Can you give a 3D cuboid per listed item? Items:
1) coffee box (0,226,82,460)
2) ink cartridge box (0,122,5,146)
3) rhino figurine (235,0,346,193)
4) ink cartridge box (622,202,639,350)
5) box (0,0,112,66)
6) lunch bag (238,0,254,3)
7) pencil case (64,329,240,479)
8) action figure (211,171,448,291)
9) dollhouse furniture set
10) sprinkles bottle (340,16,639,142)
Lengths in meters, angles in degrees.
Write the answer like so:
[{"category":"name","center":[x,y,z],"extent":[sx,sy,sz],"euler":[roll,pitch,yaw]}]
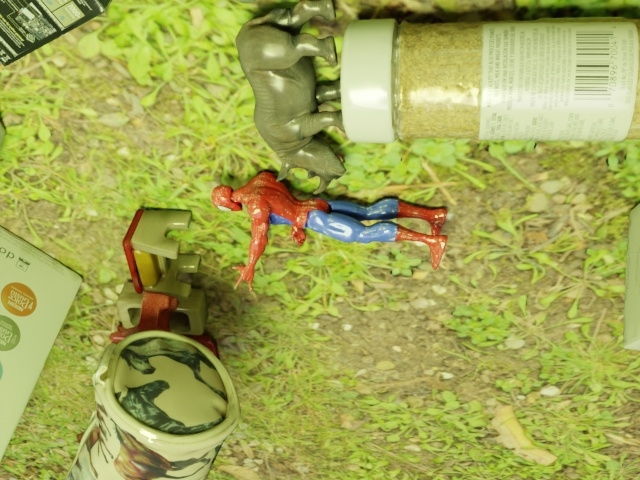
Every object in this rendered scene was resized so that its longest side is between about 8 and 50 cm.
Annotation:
[{"category":"coffee box","center":[-0.590,0.158,1.128],"extent":[0.337,0.334,0.338],"euler":[35,131,-22]},{"category":"ink cartridge box","center":[-0.490,-0.150,0.882],"extent":[0.211,0.122,0.289],"euler":[10,159,1]},{"category":"rhino figurine","center":[-0.023,-0.143,0.899],"extent":[0.106,0.073,0.243],"euler":[-3,136,9]},{"category":"ink cartridge box","center":[0.427,0.024,0.844],"extent":[0.171,0.168,0.233],"euler":[7,166,4]},{"category":"box","center":[-0.306,-0.282,0.809],"extent":[0.147,0.077,0.180],"euler":[-19,129,28]},{"category":"lunch bag","center":[-0.049,-0.349,0.554],"extent":[0.305,0.213,0.256],"euler":[-28,138,29]},{"category":"pencil case","center":[-0.234,0.278,1.027],"extent":[0.183,0.160,0.410],"euler":[12,132,-19]},{"category":"action figure","center":[0.000,0.000,1.022],"extent":[0.280,0.091,0.139],"euler":[14,127,-3]},{"category":"dollhouse furniture set","center":[-0.249,0.154,1.151],"extent":[0.152,0.201,0.374],"euler":[4,136,7]},{"category":"sprinkles bottle","center":[0.200,-0.153,0.807],"extent":[0.355,0.121,0.121],"euler":[2,135,10]}]
